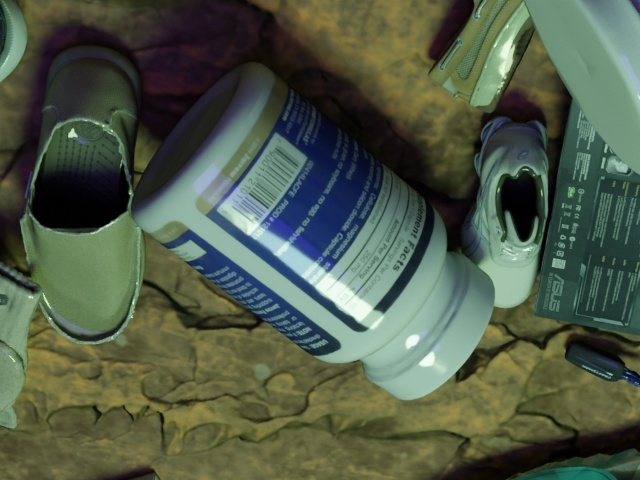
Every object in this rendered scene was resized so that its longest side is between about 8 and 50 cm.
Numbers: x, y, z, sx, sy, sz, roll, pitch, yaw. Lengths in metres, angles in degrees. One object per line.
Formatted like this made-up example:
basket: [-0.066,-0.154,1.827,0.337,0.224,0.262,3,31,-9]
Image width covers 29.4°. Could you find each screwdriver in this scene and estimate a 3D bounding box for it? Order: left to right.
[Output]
screwdriver: [0.290,0.131,1.054,0.170,0.024,0.025,28,116,5]

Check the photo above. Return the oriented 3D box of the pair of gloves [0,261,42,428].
pair of gloves: [-0.355,0.060,1.044,0.240,0.042,0.204,22,126,3]

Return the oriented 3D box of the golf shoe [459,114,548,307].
golf shoe: [0.147,-0.008,0.964,0.069,0.086,0.176,-3,123,3]

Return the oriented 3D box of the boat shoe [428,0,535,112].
boat shoe: [0.130,-0.184,0.873,0.072,0.068,0.190,27,119,5]

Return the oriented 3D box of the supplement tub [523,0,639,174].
supplement tub: [0.281,-0.178,0.759,0.272,0.191,0.191,-31,116,3]

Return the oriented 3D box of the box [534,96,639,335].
box: [0.271,-0.027,0.931,0.183,0.059,0.233,10,128,12]

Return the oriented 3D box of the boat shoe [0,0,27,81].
boat shoe: [-0.360,-0.101,0.912,0.302,0.091,0.114,-37,86,17]

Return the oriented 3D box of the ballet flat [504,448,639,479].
ballet flat: [0.306,0.257,1.098,0.409,0.147,0.147,-20,119,14]

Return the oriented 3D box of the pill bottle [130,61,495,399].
pill bottle: [0.000,0.000,0.936,0.264,0.153,0.153,39,116,-19]

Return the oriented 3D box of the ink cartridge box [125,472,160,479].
ink cartridge box: [-0.221,0.350,1.225,0.223,0.045,0.224,-17,120,13]

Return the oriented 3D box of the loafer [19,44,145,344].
loafer: [-0.192,-0.019,0.970,0.102,0.092,0.268,5,122,0]
